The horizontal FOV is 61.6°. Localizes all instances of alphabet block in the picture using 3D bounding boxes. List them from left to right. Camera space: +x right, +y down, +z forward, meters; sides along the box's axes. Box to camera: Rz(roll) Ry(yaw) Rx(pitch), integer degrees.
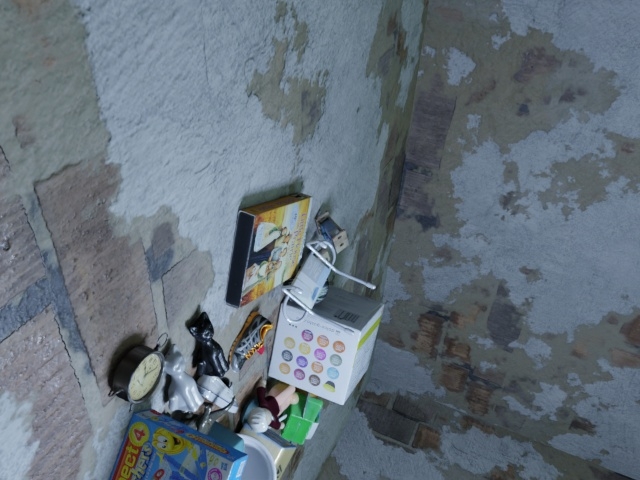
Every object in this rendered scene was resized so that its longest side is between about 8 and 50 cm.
[{"bbox_3d":[-0.235,0.829,2.043,0.197,0.192,0.193,-60,157,-11],"label":"alphabet block"}]

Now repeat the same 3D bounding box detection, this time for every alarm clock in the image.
[{"bbox_3d":[-0.421,0.299,1.273,0.192,0.064,0.129,-58,156,-32],"label":"alarm clock"}]

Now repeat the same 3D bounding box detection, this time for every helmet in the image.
[{"bbox_3d":[-0.053,0.175,2.071,0.161,0.169,0.170,-52,156,-74],"label":"helmet"}]

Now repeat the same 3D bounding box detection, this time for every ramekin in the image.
[{"bbox_3d":[-0.280,0.805,1.815,0.135,0.277,0.277,86,27,-64],"label":"ramekin"}]

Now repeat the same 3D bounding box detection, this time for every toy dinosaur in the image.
[{"bbox_3d":[-0.378,0.545,1.541,0.313,0.121,0.160,-44,154,-46],"label":"toy dinosaur"}]

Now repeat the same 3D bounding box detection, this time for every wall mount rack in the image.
[{"bbox_3d":[0.026,0.172,1.948,0.304,0.130,0.350,42,61,-25],"label":"wall mount rack"}]

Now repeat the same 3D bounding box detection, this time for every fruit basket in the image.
[{"bbox_3d":[-0.064,0.746,2.501,0.353,0.165,0.327,-62,173,-55],"label":"fruit basket"}]

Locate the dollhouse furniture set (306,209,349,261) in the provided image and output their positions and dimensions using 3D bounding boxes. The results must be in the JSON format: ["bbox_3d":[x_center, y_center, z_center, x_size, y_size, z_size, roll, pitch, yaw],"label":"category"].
[{"bbox_3d":[0.000,0.000,2.172,0.183,0.129,0.129,-36,151,-11],"label":"dollhouse furniture set"}]

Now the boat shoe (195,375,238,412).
[{"bbox_3d":[-0.316,0.472,1.691,0.088,0.096,0.267,-61,150,-20],"label":"boat shoe"}]

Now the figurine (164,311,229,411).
[{"bbox_3d":[-0.355,0.335,1.481,0.215,0.092,0.210,-51,144,-45],"label":"figurine"}]

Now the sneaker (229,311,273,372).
[{"bbox_3d":[-0.236,0.347,1.812,0.084,0.083,0.215,69,44,-64],"label":"sneaker"}]

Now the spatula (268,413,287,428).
[{"bbox_3d":[-0.215,0.737,2.238,0.242,0.019,0.168,-20,122,-48],"label":"spatula"}]

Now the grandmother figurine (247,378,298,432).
[{"bbox_3d":[-0.188,0.639,2.084,0.104,0.208,0.342,-34,177,16],"label":"grandmother figurine"}]

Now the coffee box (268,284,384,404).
[{"bbox_3d":[0.028,0.408,2.218,0.338,0.337,0.335,-30,134,-65],"label":"coffee box"}]

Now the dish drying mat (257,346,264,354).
[{"bbox_3d":[-0.226,0.405,2.008,0.083,0.008,0.032,66,43,-63],"label":"dish drying mat"}]

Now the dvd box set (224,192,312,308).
[{"bbox_3d":[-0.160,0.019,1.770,0.420,0.062,0.308,-27,132,-65],"label":"dvd box set"}]

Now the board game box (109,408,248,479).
[{"bbox_3d":[-0.372,0.624,1.326,0.086,0.301,0.309,32,76,-70],"label":"board game box"}]

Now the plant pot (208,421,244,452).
[{"bbox_3d":[-0.371,0.690,1.622,0.234,0.165,0.166,-34,138,-50],"label":"plant pot"}]

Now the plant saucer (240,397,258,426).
[{"bbox_3d":[-0.277,0.660,2.068,0.119,0.021,0.119,-54,154,-42],"label":"plant saucer"}]
